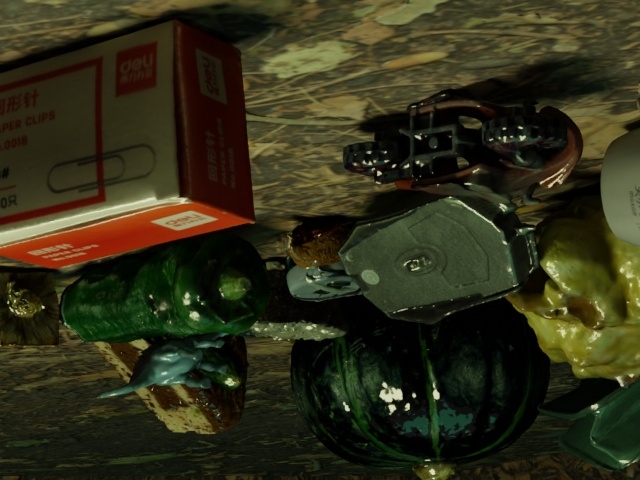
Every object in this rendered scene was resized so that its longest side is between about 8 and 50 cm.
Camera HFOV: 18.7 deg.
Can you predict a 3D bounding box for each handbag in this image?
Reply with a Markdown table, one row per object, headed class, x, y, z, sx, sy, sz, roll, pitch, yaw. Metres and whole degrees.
| class | x | y | z | sx | sy | sz | roll | pitch | yaw |
| --- | --- | --- | --- | --- | --- | --- | --- | --- | --- |
| handbag | 0.395 | 0.114 | 2.069 | 0.326 | 0.089 | 0.238 | -38 | -177 | -6 |

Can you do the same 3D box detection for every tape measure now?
| class | x | y | z | sx | sy | sz | roll | pitch | yaw |
| --- | --- | --- | --- | --- | --- | --- | --- | --- | --- |
| tape measure | 0.011 | 0.030 | 2.005 | 0.094 | 0.054 | 0.091 | -4 | 162 | -16 |

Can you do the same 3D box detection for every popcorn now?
| class | x | y | z | sx | sy | sz | roll | pitch | yaw |
| --- | --- | --- | --- | --- | --- | --- | --- | --- | --- |
| popcorn | 0.294 | 0.043 | 1.864 | 0.266 | 0.192 | 0.233 | 1 | 165 | -39 |

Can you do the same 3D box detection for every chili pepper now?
| class | x | y | z | sx | sy | sz | roll | pitch | yaw |
| --- | --- | --- | --- | --- | --- | --- | --- | --- | --- |
| chili pepper | -0.140 | 0.053 | 1.940 | 0.136 | 0.099 | 0.270 | 13 | 164 | -32 |

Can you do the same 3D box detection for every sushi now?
| class | x | y | z | sx | sy | sz | roll | pitch | yaw |
| --- | --- | --- | --- | --- | --- | --- | --- | --- | --- |
| sushi | 0.000 | 0.000 | 1.892 | 0.099 | 0.047 | 0.050 | -17 | -170 | -42 |
| sushi | -0.040 | 0.065 | 2.079 | 0.150 | 0.078 | 0.090 | 5 | 165 | -16 |

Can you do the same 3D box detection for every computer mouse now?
| class | x | y | z | sx | sy | sz | roll | pitch | yaw |
| --- | --- | --- | --- | --- | --- | --- | --- | --- | --- |
| computer mouse | 0.112 | 0.000 | 1.813 | 0.231 | 0.126 | 0.071 | -23 | -158 | 44 |

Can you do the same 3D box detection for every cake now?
| class | x | y | z | sx | sy | sz | roll | pitch | yaw |
| --- | --- | --- | --- | --- | --- | --- | --- | --- | --- |
| cake | -0.186 | 0.160 | 2.326 | 0.112 | 0.135 | 0.246 | -10 | 167 | 25 |

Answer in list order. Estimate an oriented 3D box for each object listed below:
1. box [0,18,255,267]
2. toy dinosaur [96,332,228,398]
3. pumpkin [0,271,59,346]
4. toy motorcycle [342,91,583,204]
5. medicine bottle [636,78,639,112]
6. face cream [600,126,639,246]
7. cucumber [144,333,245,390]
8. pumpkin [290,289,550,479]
| class | x | y | z | sx | sy | sz | roll | pitch | yaw |
| --- | --- | --- | --- | --- | --- | --- | --- | --- | --- |
| box | -0.146 | -0.063 | 1.330 | 0.182 | 0.133 | 0.099 | -11 | 164 | 29 |
| toy dinosaur | -0.142 | 0.122 | 1.953 | 0.080 | 0.045 | 0.197 | 4 | -158 | 41 |
| pumpkin | -0.304 | 0.069 | 1.987 | 0.074 | 0.083 | 0.054 | -2 | 175 | -39 |
| toy motorcycle | 0.121 | -0.069 | 1.541 | 0.212 | 0.084 | 0.118 | -7 | 171 | 44 |
| medicine bottle | 0.309 | -0.096 | 1.359 | 0.147 | 0.147 | 0.247 | -9 | 167 | 17 |
| face cream | 0.301 | -0.047 | 1.641 | 0.104 | 0.117 | 0.117 | -3 | 171 | 34 |
| cucumber | -0.149 | 0.107 | 2.084 | 0.214 | 0.058 | 0.052 | 27 | 150 | 44 |
| pumpkin | 0.117 | 0.160 | 2.222 | 0.315 | 0.239 | 0.315 | -3 | 166 | -1 |
